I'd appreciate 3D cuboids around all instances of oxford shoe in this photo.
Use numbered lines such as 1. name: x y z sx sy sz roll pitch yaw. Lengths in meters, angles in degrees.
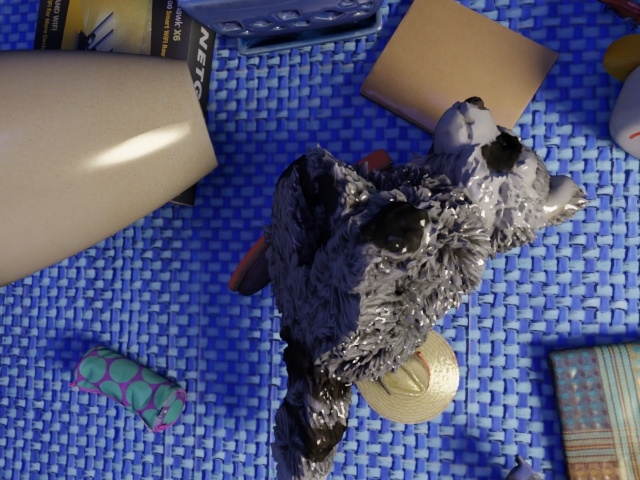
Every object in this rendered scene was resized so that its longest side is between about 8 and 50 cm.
1. oxford shoe: 0.000 0.000 0.676 0.271 0.097 0.098 -38 86 8

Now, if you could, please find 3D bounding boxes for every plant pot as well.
1. plant pot: -0.036 -0.366 0.640 0.235 0.212 0.236 -5 86 11
2. plant pot: -0.267 -0.109 0.594 0.273 0.256 0.257 -17 84 -7

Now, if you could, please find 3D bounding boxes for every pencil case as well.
1. pencil case: -0.269 0.208 0.734 0.151 0.064 0.070 24 67 12

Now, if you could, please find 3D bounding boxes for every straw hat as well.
1. straw hat: 0.103 0.170 0.661 0.144 0.061 0.145 -1 86 11

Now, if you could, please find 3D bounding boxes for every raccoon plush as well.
1. raccoon plush: 0.097 0.059 0.611 0.216 0.299 0.447 53 137 44

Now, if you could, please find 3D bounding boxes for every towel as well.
1. towel: 0.472 0.238 0.594 0.370 0.040 0.272 -8 86 12

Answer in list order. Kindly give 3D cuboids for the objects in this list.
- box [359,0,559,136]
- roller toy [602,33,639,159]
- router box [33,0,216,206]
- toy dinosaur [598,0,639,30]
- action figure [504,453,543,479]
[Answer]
1. box: 0.178 -0.217 0.685 0.201 0.021 0.164 33 94 12
2. roller toy: 0.424 -0.154 0.547 0.191 0.209 0.146 21 92 -27
3. router box: -0.289 -0.215 0.751 0.242 0.081 0.309 6 89 11
4. toy dinosaur: 0.375 -0.268 0.626 0.090 0.047 0.082 -13 54 -18
5. action figure: 0.296 0.417 0.563 0.330 0.178 0.341 -37 55 5
